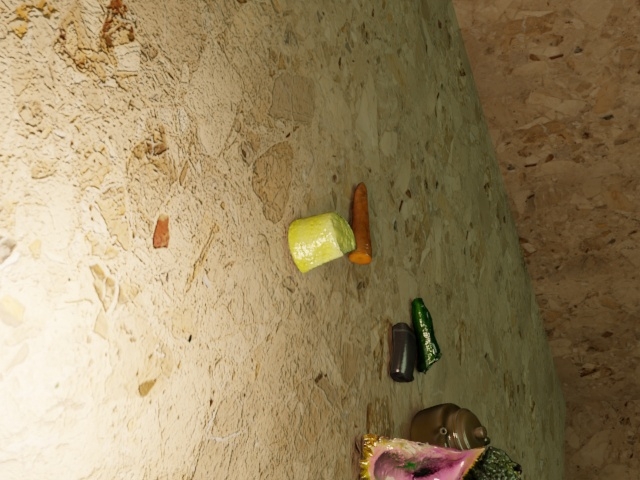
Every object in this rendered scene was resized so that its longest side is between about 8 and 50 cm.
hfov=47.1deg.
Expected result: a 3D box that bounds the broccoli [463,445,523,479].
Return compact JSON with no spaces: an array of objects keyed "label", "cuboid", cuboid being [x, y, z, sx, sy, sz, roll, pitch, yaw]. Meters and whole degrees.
[{"label":"broccoli","cuboid":[0.444,0.709,2.072,0.248,0.245,0.288,34,91,-22]}]

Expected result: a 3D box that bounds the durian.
[{"label":"durian","cuboid":[0.202,0.518,1.651,0.154,0.260,0.187,128,-16,-63]}]

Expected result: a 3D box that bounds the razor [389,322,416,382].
[{"label":"razor","cuboid":[0.214,0.292,1.902,0.090,0.054,0.148,45,43,-46]}]

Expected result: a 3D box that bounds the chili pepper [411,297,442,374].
[{"label":"chili pepper","cuboid":[0.299,0.268,2.084,0.108,0.062,0.216,3,79,-71]}]

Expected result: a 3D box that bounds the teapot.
[{"label":"teapot","cuboid":[0.367,0.527,1.958,0.267,0.175,0.186,23,56,-45]}]

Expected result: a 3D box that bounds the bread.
[{"label":"bread","cuboid":[0.000,0.000,1.484,0.129,0.114,0.111,-32,104,-66]}]

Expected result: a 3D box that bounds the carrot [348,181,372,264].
[{"label":"carrot","cuboid":[0.096,-0.052,1.776,0.057,0.057,0.224,44,41,-52]}]
